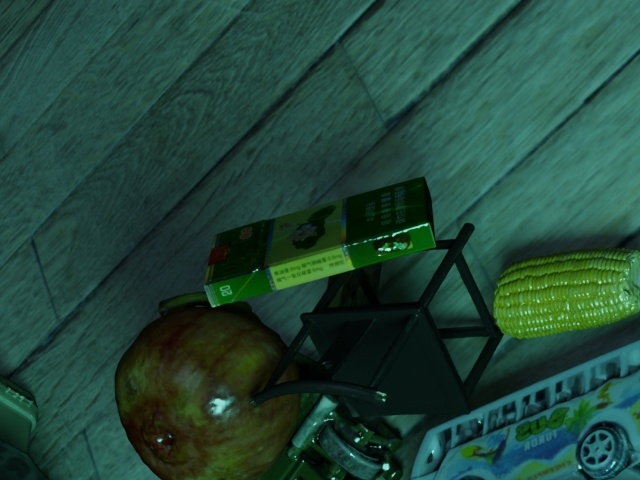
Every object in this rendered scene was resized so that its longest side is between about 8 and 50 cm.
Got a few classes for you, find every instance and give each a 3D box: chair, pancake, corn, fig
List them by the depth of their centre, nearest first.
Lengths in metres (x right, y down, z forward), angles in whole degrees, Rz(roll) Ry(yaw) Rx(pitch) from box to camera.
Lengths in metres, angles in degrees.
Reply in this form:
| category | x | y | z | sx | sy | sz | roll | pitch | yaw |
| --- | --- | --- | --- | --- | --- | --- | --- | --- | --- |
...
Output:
| category | x | y | z | sx | sy | sz | roll | pitch | yaw |
| --- | --- | --- | --- | --- | --- | --- | --- | --- | --- |
| corn | 0.247 | 0.050 | 1.662 | 0.165 | 0.063 | 0.085 | -9 | 43 | 41 |
| chair | 0.068 | 0.111 | 1.663 | 0.154 | 0.141 | 0.260 | -6 | 33 | 36 |
| fig | -0.107 | 0.148 | 1.714 | 0.205 | 0.205 | 0.205 | -20 | 60 | 38 |
| pancake | 0.031 | 0.056 | 1.813 | 0.028 | 0.158 | 0.158 | 15 | 82 | 17 |

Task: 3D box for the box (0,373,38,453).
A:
| category | x | y | z | sx | sy | sz | roll | pitch | yaw |
| --- | --- | --- | --- | --- | --- | --- | --- | --- | --- |
| box | -0.477 | 0.230 | 2.176 | 0.148 | 0.210 | 0.129 | -39 | 33 | 24 |

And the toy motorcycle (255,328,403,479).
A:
| category | x | y | z | sx | sy | sz | roll | pitch | yaw |
| --- | --- | --- | --- | --- | --- | --- | --- | --- | --- |
| toy motorcycle | -0.027 | 0.232 | 1.818 | 0.275 | 0.127 | 0.205 | 44 | 106 | 38 |

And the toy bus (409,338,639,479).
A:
| category | x | y | z | sx | sy | sz | roll | pitch | yaw |
| --- | --- | --- | --- | --- | --- | --- | --- | --- | --- |
| toy bus | 0.226 | 0.201 | 1.592 | 0.330 | 0.109 | 0.136 | -28 | 46 | 33 |

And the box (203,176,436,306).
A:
| category | x | y | z | sx | sy | sz | roll | pitch | yaw |
| --- | --- | --- | --- | --- | --- | --- | --- | --- | --- |
| box | 0.000 | 0.000 | 1.723 | 0.235 | 0.034 | 0.132 | -15 | 22 | 8 |

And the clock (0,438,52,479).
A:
| category | x | y | z | sx | sy | sz | roll | pitch | yaw |
| --- | --- | --- | --- | --- | --- | --- | --- | --- | --- |
| clock | -0.427 | 0.388 | 2.059 | 0.325 | 0.067 | 0.325 | 8 | 107 | 29 |
